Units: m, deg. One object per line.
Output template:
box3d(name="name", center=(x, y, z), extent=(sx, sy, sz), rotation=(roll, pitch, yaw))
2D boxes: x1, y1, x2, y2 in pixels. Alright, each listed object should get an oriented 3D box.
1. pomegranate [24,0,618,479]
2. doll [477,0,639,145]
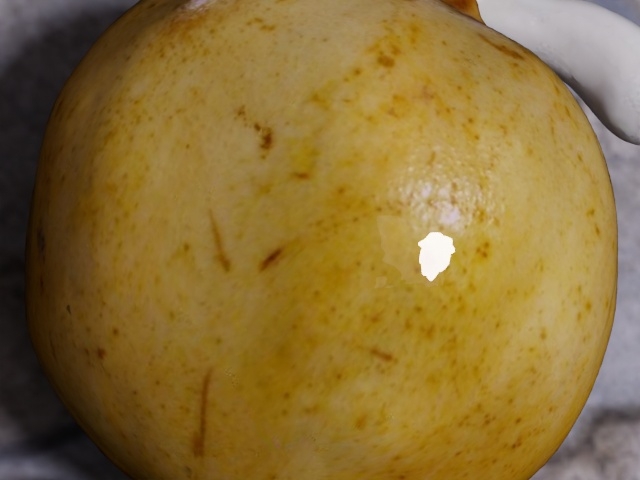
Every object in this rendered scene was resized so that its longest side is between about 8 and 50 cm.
box3d(name="pomegranate", center=(0.000, 0.000, 0.820), extent=(0.264, 0.264, 0.264), rotation=(2, 86, -29))
box3d(name="doll", center=(0.066, -0.210, 0.955), extent=(0.311, 0.159, 0.242), rotation=(26, 87, -1))
